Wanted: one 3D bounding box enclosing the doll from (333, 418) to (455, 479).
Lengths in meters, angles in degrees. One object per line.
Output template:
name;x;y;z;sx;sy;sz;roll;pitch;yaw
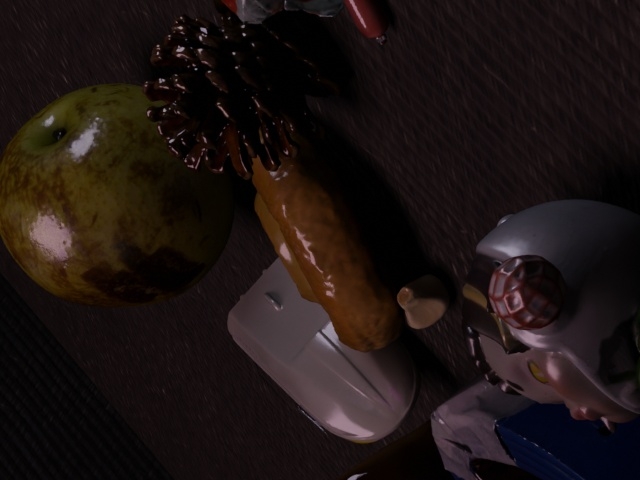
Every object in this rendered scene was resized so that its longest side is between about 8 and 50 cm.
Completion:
doll;0.151;0.342;1.913;0.340;0.318;0.209;47;130;2

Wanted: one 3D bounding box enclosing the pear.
pear;-0.236;-0.046;2.127;0.283;0.283;0.283;46;160;22

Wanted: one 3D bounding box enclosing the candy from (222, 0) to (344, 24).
candy;-0.085;-0.270;1.666;0.292;0.086;0.059;43;161;32

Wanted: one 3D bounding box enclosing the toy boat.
toy boat;0.016;0.135;2.060;0.269;0.141;0.141;41;158;29

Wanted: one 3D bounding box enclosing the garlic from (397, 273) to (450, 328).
garlic;0.103;0.059;1.837;0.041;0.053;0.083;63;-175;23

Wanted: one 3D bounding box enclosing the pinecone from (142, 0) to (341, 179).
pinecone;-0.079;-0.143;1.732;0.179;0.195;0.150;36;137;14

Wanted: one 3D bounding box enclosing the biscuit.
biscuit;-0.001;0.001;1.886;0.274;0.091;0.213;63;177;-15

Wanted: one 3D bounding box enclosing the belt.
belt;0.248;0.224;1.686;0.347;0.117;0.212;25;148;54

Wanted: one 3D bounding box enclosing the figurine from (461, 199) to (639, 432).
figurine;0.246;0.063;1.355;0.281;0.167;0.370;31;169;-38

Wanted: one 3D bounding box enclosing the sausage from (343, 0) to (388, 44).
sausage;0.004;-0.263;1.550;0.223;0.029;0.029;61;160;-20
